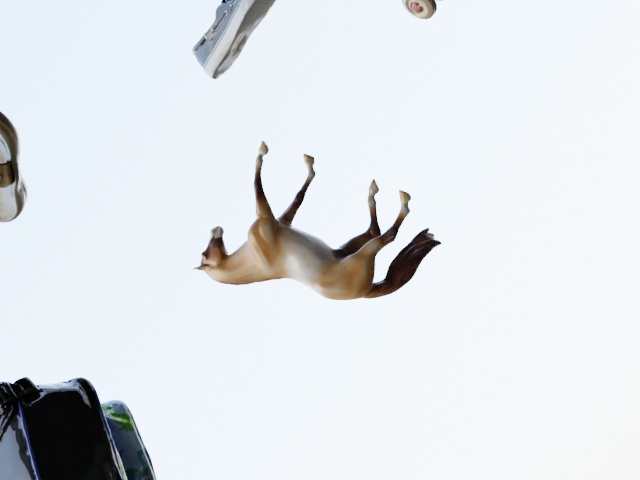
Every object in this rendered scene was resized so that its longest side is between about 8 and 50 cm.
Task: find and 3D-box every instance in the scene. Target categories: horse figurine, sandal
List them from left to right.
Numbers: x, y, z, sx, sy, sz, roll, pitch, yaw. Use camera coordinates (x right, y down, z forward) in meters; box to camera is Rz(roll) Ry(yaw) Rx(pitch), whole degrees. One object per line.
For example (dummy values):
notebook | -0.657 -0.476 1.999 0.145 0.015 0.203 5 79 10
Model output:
sandal | -0.270 -0.059 1.146 0.180 0.072 0.049 90 -160 -57
horse figurine | 0.000 0.000 1.686 0.066 0.263 0.175 -43 -28 -83

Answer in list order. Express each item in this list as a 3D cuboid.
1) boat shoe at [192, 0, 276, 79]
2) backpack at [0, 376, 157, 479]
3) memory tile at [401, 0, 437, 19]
boat shoe | -0.087 -0.221 1.478 0.049 0.040 0.142 -31 -16 -50
backpack | -0.132 0.137 0.732 0.084 0.105 0.114 4 -47 -37
memory tile | 0.065 -0.278 1.414 0.012 0.148 0.113 -54 4 -28
